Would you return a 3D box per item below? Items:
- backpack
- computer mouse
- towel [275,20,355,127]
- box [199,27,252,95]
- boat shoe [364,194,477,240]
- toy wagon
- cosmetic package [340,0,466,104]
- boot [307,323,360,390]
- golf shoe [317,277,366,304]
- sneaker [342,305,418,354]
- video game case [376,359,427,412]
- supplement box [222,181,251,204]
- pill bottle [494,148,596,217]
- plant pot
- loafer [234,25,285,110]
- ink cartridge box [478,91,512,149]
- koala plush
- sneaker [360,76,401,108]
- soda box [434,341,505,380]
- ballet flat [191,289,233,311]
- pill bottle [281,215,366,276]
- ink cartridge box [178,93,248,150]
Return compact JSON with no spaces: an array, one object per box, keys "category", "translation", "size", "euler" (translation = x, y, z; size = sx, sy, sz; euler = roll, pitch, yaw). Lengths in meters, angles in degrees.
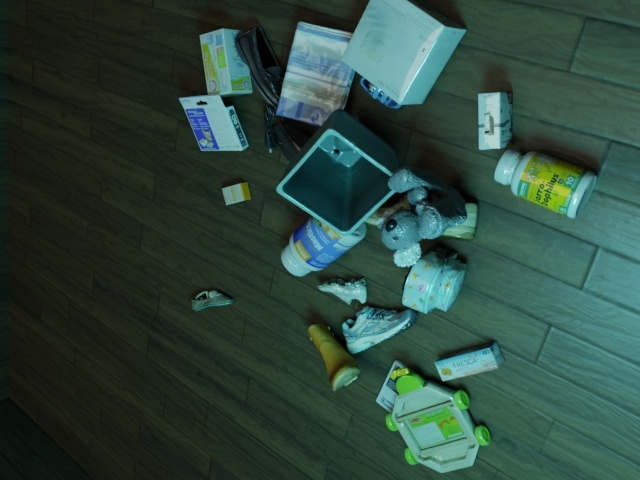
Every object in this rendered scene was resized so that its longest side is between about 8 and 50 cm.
[{"category":"backpack","translation":[0.305,0.114,1.621],"size":[0.144,0.188,0.165],"euler":[27,116,29]},{"category":"computer mouse","translation":[-0.087,-0.283,1.855],"size":[0.272,0.072,0.188],"euler":[36,154,18]},{"category":"towel","translation":[-0.007,-0.479,1.746],"size":[0.209,0.034,0.285],"euler":[19,104,14]},{"category":"box","translation":[-0.308,-0.577,1.964],"size":[0.114,0.103,0.203],"euler":[0,101,37]},{"category":"boat shoe","translation":[0.264,-0.073,1.658],"size":[0.341,0.122,0.110],"euler":[9,89,25]},{"category":"toy wagon","translation":[0.322,0.514,1.759],"size":[0.267,0.068,0.344],"euler":[-30,90,33]},{"category":"cosmetic package","translation":[0.211,-0.510,1.566],"size":[0.224,0.138,0.224],"euler":[43,125,21]},{"category":"boot","translation":[0.027,0.350,1.853],"size":[0.104,0.295,0.211],"euler":[-37,74,-2]},{"category":"golf shoe","translation":[0.068,0.165,1.896],"size":[0.176,0.069,0.086],"euler":[-1,107,39]},{"category":"sneaker","translation":[0.166,0.251,1.816],"size":[0.283,0.110,0.122],"euler":[-33,78,38]},{"category":"video game case","translation":[0.277,0.487,1.846],"size":[0.190,0.022,0.173],"euler":[34,121,27]},{"category":"supplement box","translation":[-0.294,-0.164,2.102],"size":[0.098,0.036,0.062],"euler":[-9,96,38]},{"category":"pill bottle","translation":[0.530,-0.144,1.428],"size":[0.208,0.118,0.117],"euler":[29,118,29]},{"category":"plant pot","translation":[0.060,-0.218,1.661],"size":[0.247,0.252,0.248],"euler":[33,126,-18]},{"category":"loafer","translation":[-0.163,-0.535,1.868],"size":[0.095,0.109,0.302],"euler":[-39,75,32]},{"category":"ink cartridge box","translation":[0.432,-0.296,1.476],"size":[0.056,0.099,0.135],"euler":[5,105,35]},{"category":"koala plush","translation":[0.239,-0.048,1.525],"size":[0.221,0.203,0.196],"euler":[-47,59,33]},{"category":"sneaker","translation":[0.169,-0.414,1.671],"size":[0.144,0.059,0.053],"euler":[41,121,21]},{"category":"soda box","translation":[0.416,0.339,1.678],"size":[0.183,0.058,0.063],"euler":[-25,86,38]},{"category":"ballet flat","translation":[-0.418,0.223,2.277],"size":[0.213,0.072,0.068],"euler":[-16,84,38]},{"category":"pill bottle","translation":[0.000,0.000,1.847],"size":[0.272,0.152,0.152],"euler":[-39,77,36]},{"category":"ink cartridge box","translation":[-0.364,-0.405,2.043],"size":[0.206,0.045,0.208],"euler":[7,130,37]}]
